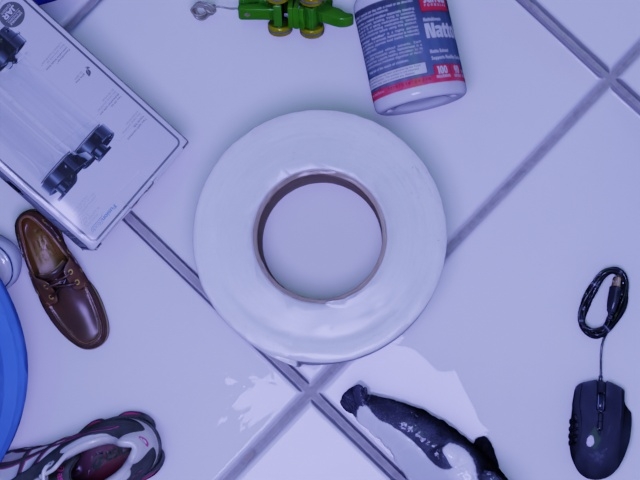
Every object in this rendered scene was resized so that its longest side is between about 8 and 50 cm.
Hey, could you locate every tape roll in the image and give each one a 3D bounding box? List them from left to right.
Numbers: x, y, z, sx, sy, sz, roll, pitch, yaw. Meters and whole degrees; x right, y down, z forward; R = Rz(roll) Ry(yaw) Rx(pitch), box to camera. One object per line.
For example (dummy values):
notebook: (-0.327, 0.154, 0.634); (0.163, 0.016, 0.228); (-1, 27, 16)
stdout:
tape roll: (0.000, 0.000, 1.946); (0.286, 0.100, 0.286); (0, 86, 2)

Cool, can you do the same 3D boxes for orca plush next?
orca plush: (0.146, 0.256, 1.947); (0.287, 0.102, 0.151); (36, 133, 14)

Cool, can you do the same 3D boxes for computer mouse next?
computer mouse: (0.319, 0.149, 1.953); (0.071, 0.041, 0.242); (3, 85, 3)

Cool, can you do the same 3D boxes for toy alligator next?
toy alligator: (-0.053, -0.272, 1.998); (0.190, 0.056, 0.051); (5, 41, 9)

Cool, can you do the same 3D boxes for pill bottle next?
pill bottle: (0.095, -0.240, 1.957); (0.108, 0.108, 0.180); (-13, 86, 1)

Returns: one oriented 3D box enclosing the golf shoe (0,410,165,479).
golf shoe: (-0.307, 0.269, 1.929); (0.273, 0.120, 0.105); (-29, 87, 1)

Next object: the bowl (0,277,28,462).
bowl: (-0.517, 0.140, 1.889); (0.391, 0.077, 0.391); (1, 99, 7)

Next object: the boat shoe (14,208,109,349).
boat shoe: (-0.300, 0.045, 1.973); (0.064, 0.060, 0.178); (-28, 85, 0)

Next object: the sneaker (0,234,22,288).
sneaker: (-0.470, 0.034, 1.956); (0.258, 0.091, 0.094); (1, 109, 7)

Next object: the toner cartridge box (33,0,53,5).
toner cartridge box: (-0.347, -0.450, 2.006); (0.165, 0.075, 0.348); (-16, 86, 0)

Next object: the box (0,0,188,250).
box: (-0.311, -0.141, 1.924); (0.290, 0.087, 0.169); (41, 78, -12)
